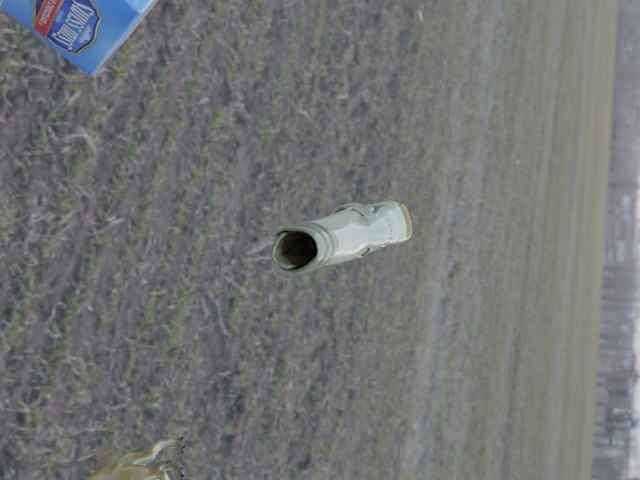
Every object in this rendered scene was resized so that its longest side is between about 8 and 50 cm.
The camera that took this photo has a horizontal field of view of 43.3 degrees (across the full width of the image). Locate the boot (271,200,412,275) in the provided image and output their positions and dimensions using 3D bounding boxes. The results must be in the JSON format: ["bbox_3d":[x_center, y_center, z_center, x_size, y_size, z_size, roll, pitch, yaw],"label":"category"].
[{"bbox_3d":[0.000,0.000,1.100,0.165,0.213,0.077,-17,94,-32],"label":"boot"}]

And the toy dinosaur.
[{"bbox_3d":[-0.169,0.209,0.734,0.093,0.183,0.053,-9,106,-25],"label":"toy dinosaur"}]

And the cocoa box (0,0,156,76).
[{"bbox_3d":[-0.216,-0.398,0.868,0.228,0.231,0.347,38,69,-19],"label":"cocoa box"}]
